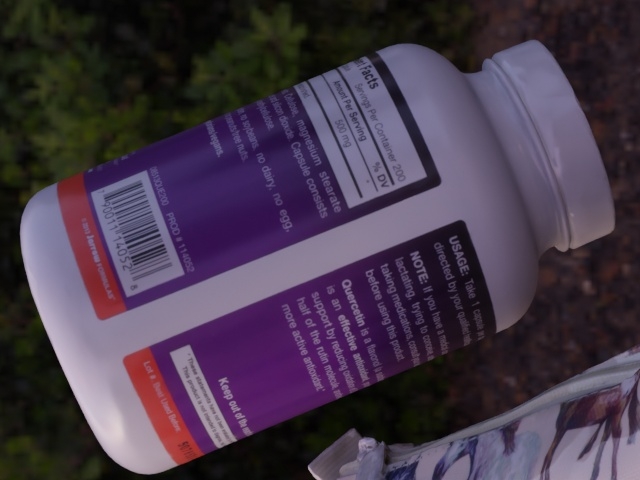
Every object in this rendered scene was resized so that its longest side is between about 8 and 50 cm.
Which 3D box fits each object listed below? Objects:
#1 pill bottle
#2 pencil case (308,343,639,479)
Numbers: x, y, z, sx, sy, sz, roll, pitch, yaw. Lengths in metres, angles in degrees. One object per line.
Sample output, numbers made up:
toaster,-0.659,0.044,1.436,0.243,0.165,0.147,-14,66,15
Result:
pill bottle,0.000,0.000,1.048,0.181,0.323,0.181,158,90,-88
pencil case,0.130,0.132,0.829,0.183,0.160,0.410,46,147,-3
